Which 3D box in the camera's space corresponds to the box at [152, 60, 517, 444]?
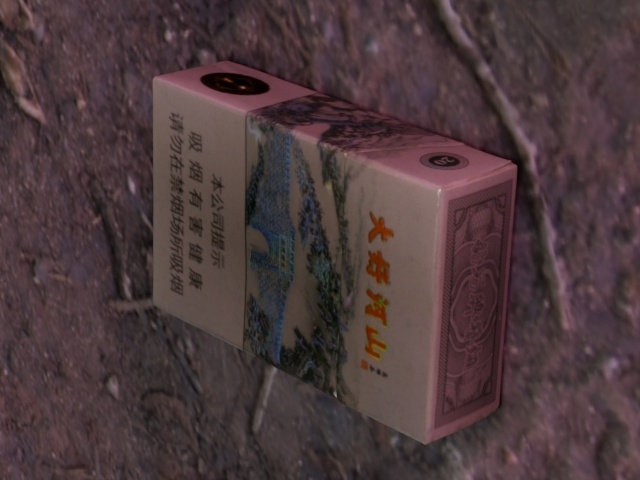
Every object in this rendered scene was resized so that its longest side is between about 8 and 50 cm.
[{"bbox_3d":[0.000,0.000,1.170,0.256,0.069,0.164,23,121,41],"label":"box"}]
